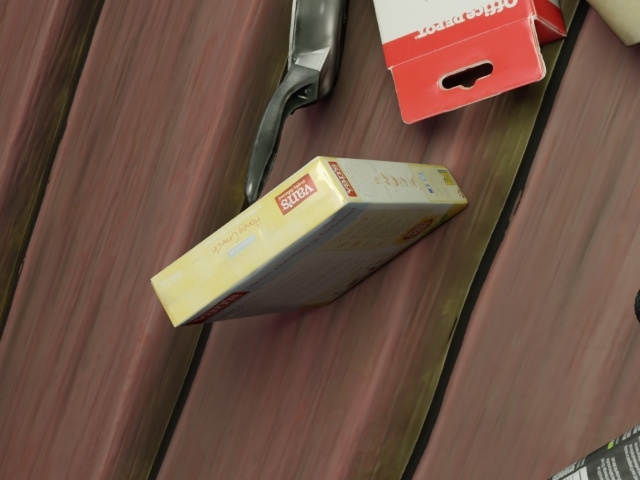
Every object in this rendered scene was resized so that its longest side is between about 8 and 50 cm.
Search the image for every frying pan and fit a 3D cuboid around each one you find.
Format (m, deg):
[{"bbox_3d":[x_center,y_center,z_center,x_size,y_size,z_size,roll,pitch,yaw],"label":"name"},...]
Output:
[{"bbox_3d":[-0.008,-0.176,0.964,0.053,0.326,0.197,7,115,2],"label":"frying pan"}]

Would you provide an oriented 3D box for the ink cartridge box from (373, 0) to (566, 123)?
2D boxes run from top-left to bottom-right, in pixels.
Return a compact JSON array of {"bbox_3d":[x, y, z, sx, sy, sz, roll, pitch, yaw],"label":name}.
[{"bbox_3d":[0.116,-0.218,1.004,0.134,0.078,0.231,-16,78,29],"label":"ink cartridge box"}]

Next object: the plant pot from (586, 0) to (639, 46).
[{"bbox_3d":[0.234,-0.288,0.863,0.256,0.256,0.274,-18,93,28],"label":"plant pot"}]

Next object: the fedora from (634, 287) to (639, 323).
[{"bbox_3d":[0.292,0.021,0.724,0.152,0.334,0.334,35,104,13],"label":"fedora"}]

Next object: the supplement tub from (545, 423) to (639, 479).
[{"bbox_3d":[0.222,0.206,0.895,0.198,0.106,0.106,-38,69,24],"label":"supplement tub"}]

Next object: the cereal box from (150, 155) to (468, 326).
[{"bbox_3d":[0.000,0.000,0.961,0.173,0.240,0.047,-35,75,23],"label":"cereal box"}]
